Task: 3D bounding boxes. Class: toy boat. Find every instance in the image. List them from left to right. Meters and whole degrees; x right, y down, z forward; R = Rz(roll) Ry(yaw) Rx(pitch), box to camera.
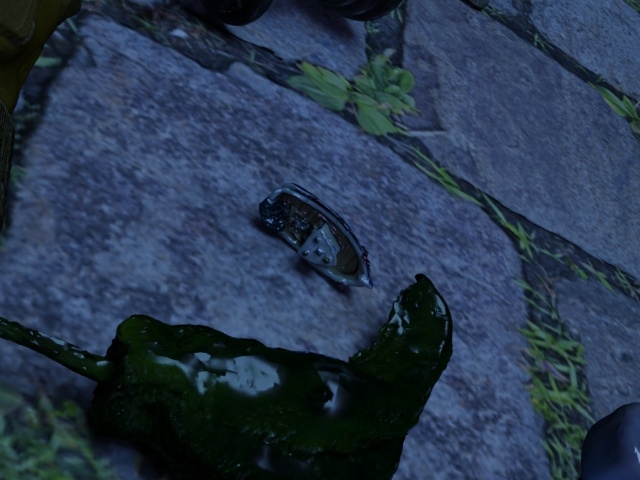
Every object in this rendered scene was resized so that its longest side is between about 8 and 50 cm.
[{"bbox_3d":[0.000,0.000,0.551,0.083,0.038,0.038,40,36,-4],"label":"toy boat"}]

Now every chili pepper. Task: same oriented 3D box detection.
[{"bbox_3d":[-0.021,0.066,0.448,0.279,0.065,0.122,7,41,-41],"label":"chili pepper"}]

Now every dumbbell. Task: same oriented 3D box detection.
[{"bbox_3d":[-0.024,-0.207,0.687,0.254,0.110,0.110,-25,72,-46],"label":"dumbbell"}]

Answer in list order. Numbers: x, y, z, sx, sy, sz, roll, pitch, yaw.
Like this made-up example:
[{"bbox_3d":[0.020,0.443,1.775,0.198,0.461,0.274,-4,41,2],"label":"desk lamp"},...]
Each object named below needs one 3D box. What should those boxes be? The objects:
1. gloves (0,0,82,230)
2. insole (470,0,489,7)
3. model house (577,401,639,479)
[{"bbox_3d":[-0.185,-0.134,0.428,0.154,0.141,0.331,18,43,-28],"label":"gloves"},{"bbox_3d":[0.104,-0.311,0.979,0.192,0.010,0.063,45,36,4],"label":"insole"},{"bbox_3d":[0.326,0.152,0.430,0.339,0.360,0.297,36,44,-2],"label":"model house"}]
